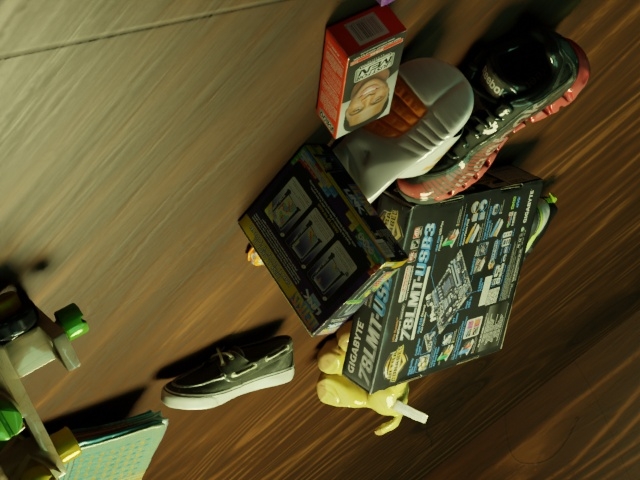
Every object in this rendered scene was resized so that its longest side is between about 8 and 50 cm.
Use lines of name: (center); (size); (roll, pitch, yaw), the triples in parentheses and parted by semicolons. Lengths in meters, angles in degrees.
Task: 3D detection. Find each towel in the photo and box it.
towel: (-0.392, 0.387, 1.571); (0.271, 0.040, 0.370); (-8, 141, -34)

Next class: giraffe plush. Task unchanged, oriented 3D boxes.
giraffe plush: (0.111, 0.209, 1.853); (0.181, 0.210, 0.170); (-51, -179, 31)

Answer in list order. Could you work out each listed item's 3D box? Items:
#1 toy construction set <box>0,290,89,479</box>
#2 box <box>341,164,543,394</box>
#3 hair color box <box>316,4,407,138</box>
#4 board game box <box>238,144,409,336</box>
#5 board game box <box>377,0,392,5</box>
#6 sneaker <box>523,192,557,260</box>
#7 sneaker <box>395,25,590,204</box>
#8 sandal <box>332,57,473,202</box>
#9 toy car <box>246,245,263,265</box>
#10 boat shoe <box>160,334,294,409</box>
toy construction set: (-0.333, 0.187, 1.134); (0.237, 0.257, 0.309); (-38, -178, -23)
box: (0.178, 0.051, 1.545); (0.293, 0.073, 0.295); (-12, 121, -40)
hair color box: (0.040, -0.170, 1.089); (0.072, 0.043, 0.141); (-28, 158, -17)
board game box: (0.000, 0.000, 1.218); (0.048, 0.170, 0.141); (-7, 147, -51)
board game box: (0.187, -0.351, 0.914); (0.347, 0.056, 0.208); (-30, 162, -9)
sneaker: (0.329, 0.009, 1.808); (0.097, 0.084, 0.235); (-18, 154, -36)
sneaker: (0.189, -0.152, 1.262); (0.276, 0.098, 0.135); (-40, 158, 10)
sandal: (0.085, -0.112, 1.214); (0.076, 0.102, 0.265); (-12, 159, -45)
toy car: (-0.041, -0.006, 1.323); (0.060, 0.040, 0.122); (-11, 149, -44)
boat shoe: (-0.135, 0.186, 1.568); (0.219, 0.078, 0.070); (-14, 115, -36)
